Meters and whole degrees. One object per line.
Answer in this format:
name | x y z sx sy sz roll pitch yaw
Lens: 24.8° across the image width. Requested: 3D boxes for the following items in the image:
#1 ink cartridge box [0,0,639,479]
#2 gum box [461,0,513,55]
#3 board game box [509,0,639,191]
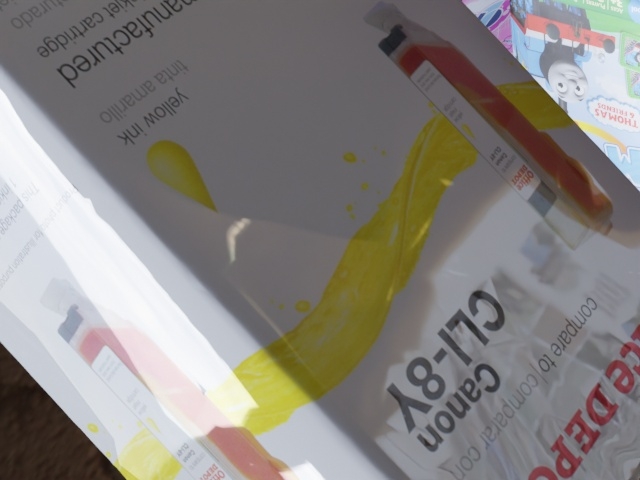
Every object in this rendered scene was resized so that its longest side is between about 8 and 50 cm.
ink cartridge box | 0.000 0.000 0.755 0.385 0.279 0.160 47 136 0
gum box | 0.201 -0.216 1.590 0.062 0.188 0.107 46 69 -24
board game box | 0.238 -0.130 1.245 0.160 0.039 0.212 23 138 38
